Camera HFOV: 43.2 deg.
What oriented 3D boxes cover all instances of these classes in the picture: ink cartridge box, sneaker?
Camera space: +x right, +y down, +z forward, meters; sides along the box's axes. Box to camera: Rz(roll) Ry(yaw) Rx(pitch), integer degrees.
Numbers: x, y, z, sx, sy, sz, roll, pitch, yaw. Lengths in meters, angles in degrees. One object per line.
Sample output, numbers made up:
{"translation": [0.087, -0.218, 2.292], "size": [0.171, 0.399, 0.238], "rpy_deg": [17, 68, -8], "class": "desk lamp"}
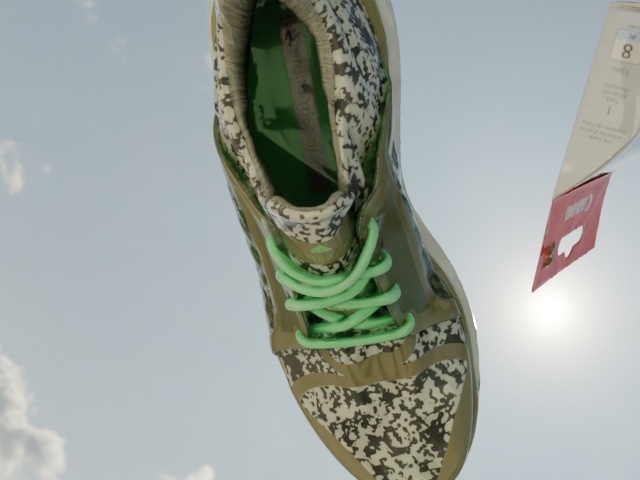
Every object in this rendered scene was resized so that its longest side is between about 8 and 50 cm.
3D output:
{"translation": [0.423, -0.124, 1.115], "size": [0.091, 0.308, 0.385], "rpy_deg": [21, -67, 29], "class": "ink cartridge box"}
{"translation": [0.000, 0.000, 0.520], "size": [0.158, 0.182, 0.410], "rpy_deg": [-15, -81, 14], "class": "sneaker"}
